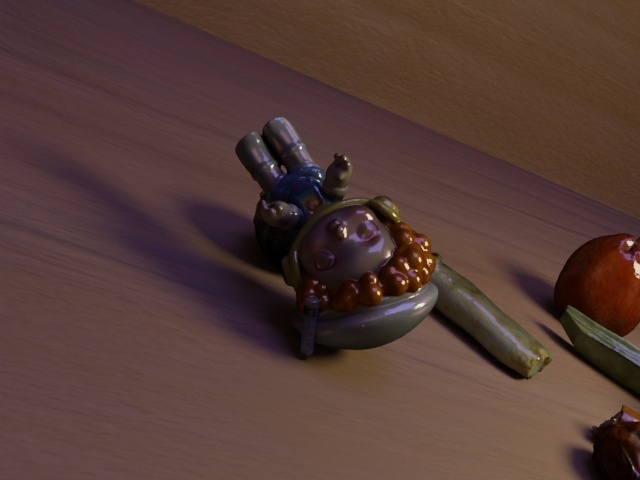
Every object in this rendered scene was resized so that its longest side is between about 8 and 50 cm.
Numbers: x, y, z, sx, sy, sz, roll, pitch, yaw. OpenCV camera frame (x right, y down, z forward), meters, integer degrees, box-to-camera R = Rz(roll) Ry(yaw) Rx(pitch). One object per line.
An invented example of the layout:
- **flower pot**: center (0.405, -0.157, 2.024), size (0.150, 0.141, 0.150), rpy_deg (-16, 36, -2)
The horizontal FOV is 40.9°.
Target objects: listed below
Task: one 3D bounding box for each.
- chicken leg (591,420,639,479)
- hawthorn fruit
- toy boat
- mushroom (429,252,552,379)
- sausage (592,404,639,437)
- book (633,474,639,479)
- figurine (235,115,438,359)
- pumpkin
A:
- **chicken leg**: center (0.471, 0.355, 1.210), size (0.093, 0.113, 0.304), rpy_deg (57, 11, -21)
- **hawthorn fruit**: center (0.637, 0.079, 1.877), size (0.211, 0.262, 0.210), rpy_deg (21, 20, -8)
- **toy boat**: center (0.595, 0.237, 1.696), size (0.293, 0.093, 0.055), rpy_deg (35, 47, 22)
- **mushroom**: center (0.277, 0.131, 1.558), size (0.312, 0.081, 0.100), rpy_deg (43, 27, 25)
- **sausage**: center (0.573, 0.370, 1.354), size (0.302, 0.076, 0.103), rpy_deg (39, 30, 31)
- **book**: center (0.453, 0.343, 1.058), size (0.160, 0.024, 0.228), rpy_deg (-27, 8, -23)
- **figurine**: center (0.026, -0.017, 1.279), size (0.205, 0.225, 0.381), rpy_deg (87, -16, -69)
- **pumpkin**: center (-0.024, -0.023, 1.439), size (0.191, 0.146, 0.190), rpy_deg (6, 12, -1)
